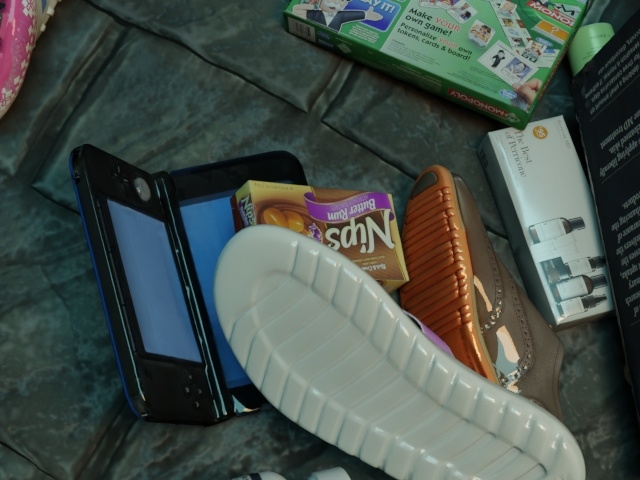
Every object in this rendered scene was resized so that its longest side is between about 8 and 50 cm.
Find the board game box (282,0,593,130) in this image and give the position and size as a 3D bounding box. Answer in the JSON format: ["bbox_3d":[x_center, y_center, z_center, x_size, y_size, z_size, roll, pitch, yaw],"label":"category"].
[{"bbox_3d":[0.145,-0.284,1.307,0.317,0.046,0.213,26,69,14],"label":"board game box"}]

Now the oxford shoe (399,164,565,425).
[{"bbox_3d":[0.181,0.091,1.187,0.133,0.130,0.363,-5,78,-27],"label":"oxford shoe"}]

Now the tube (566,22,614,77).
[{"bbox_3d":[0.355,-0.143,1.310,0.070,0.062,0.240,-20,75,30],"label":"tube"}]

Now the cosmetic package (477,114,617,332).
[{"bbox_3d":[0.269,-0.020,1.253,0.099,0.060,0.239,-14,73,-12],"label":"cosmetic package"}]

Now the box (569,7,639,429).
[{"bbox_3d":[0.568,-0.016,1.128,0.480,0.297,0.471,-3,73,-14],"label":"box"}]

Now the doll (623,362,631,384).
[{"bbox_3d":[0.426,0.173,1.212,0.189,0.046,0.129,21,69,-2],"label":"doll"}]

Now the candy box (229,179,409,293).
[{"bbox_3d":[0.000,0.000,1.179,0.187,0.053,0.109,4,64,-31],"label":"candy box"}]

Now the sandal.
[{"bbox_3d":[0.069,0.138,1.078,0.416,0.102,0.169,38,108,5],"label":"sandal"}]

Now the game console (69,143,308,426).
[{"bbox_3d":[-0.104,0.030,1.140,0.173,0.250,0.293,-22,73,14],"label":"game console"}]

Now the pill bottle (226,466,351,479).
[{"bbox_3d":[-0.090,0.310,1.048,0.265,0.153,0.153,-12,73,-10],"label":"pill bottle"}]

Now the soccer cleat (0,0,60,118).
[{"bbox_3d":[-0.331,-0.287,1.231,0.116,0.143,0.331,16,99,34],"label":"soccer cleat"}]
